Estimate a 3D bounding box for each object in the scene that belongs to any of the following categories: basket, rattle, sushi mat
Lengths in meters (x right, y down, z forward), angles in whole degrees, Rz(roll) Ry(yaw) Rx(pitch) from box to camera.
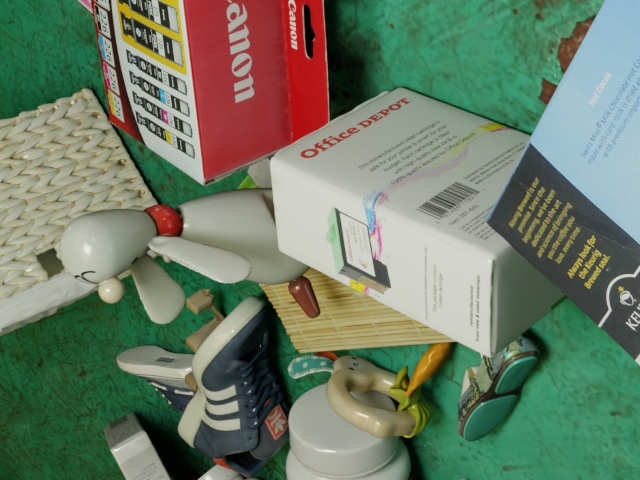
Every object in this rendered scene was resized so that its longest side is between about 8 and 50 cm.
[{"bbox_3d":[-0.446,-0.010,1.808,0.331,0.328,0.266,-27,90,55],"label":"basket"},{"bbox_3d":[0.054,0.142,1.522,0.200,0.130,0.142,43,142,44],"label":"rattle"},{"bbox_3d":[0.044,0.062,1.454,0.316,0.019,0.151,-10,114,48],"label":"sushi mat"}]

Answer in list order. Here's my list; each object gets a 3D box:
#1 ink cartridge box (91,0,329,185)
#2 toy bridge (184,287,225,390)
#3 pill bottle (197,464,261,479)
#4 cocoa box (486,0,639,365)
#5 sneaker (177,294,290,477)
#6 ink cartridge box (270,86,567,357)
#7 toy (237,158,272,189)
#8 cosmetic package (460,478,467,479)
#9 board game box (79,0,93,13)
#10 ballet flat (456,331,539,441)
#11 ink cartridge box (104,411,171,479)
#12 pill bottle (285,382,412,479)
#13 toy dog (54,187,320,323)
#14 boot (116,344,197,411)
[{"bbox_3d":[-0.122,-0.233,1.303,0.272,0.130,0.309,33,138,42],"label":"ink cartridge box"},{"bbox_3d":[-0.163,0.135,1.797,0.026,0.063,0.188,36,141,27],"label":"toy bridge"},{"bbox_3d":[-0.107,0.438,1.914,0.208,0.117,0.117,51,144,10],"label":"pill bottle"},{"bbox_3d":[0.320,-0.093,0.910,0.228,0.231,0.347,44,142,19],"label":"cocoa box"},{"bbox_3d":[-0.095,0.212,1.737,0.148,0.131,0.350,38,146,15],"label":"sneaker"},{"bbox_3d":[0.117,-0.029,1.224,0.278,0.201,0.117,26,134,37],"label":"ink cartridge box"},{"bbox_3d":[0.000,0.000,1.509,0.237,0.056,0.137,42,143,11],"label":"toy"},{"bbox_3d":[0.165,0.506,1.576,0.155,0.197,0.365,29,137,33],"label":"cosmetic package"},{"bbox_3d":[-0.215,-0.369,1.493,0.390,0.050,0.390,42,142,20],"label":"board game box"},{"bbox_3d":[0.193,0.154,1.405,0.070,0.070,0.188,44,141,18],"label":"ballet flat"},{"bbox_3d":[-0.256,0.415,2.020,0.261,0.066,0.296,61,169,-4],"label":"ink cartridge box"},{"bbox_3d":[0.040,0.334,1.624,0.161,0.161,0.283,24,133,38],"label":"pill bottle"},{"bbox_3d":[-0.111,0.029,1.357,0.220,0.334,0.161,144,110,-69],"label":"toy dog"},{"bbox_3d":[-0.243,0.220,1.950,0.190,0.069,0.086,6,118,46],"label":"boot"}]
